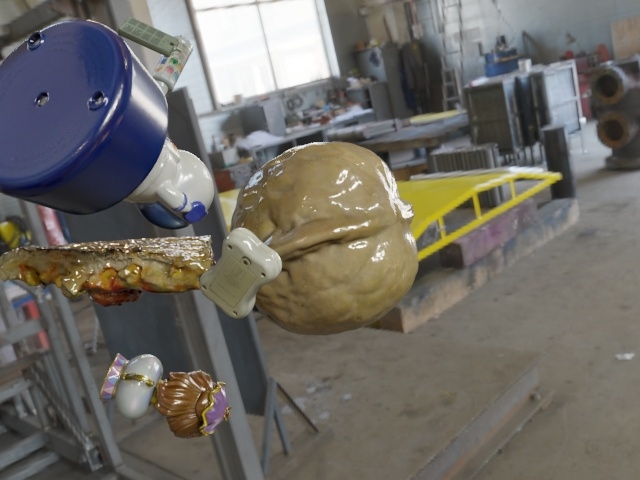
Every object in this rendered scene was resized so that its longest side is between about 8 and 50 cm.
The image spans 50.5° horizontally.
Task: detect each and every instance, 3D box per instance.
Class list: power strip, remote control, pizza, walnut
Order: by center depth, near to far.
[{"bbox_3d":[-0.094,0.039,0.790,0.122,0.074,0.032,-50,0,42],"label":"remote control"},{"bbox_3d":[-0.338,0.063,1.275,0.440,0.130,0.406,-5,7,-36],"label":"pizza"},{"bbox_3d":[0.000,0.000,1.279,0.381,0.381,0.381,-13,14,3],"label":"walnut"},{"bbox_3d":[-0.347,-0.416,1.395,0.136,0.019,0.051,25,54,-1],"label":"power strip"}]

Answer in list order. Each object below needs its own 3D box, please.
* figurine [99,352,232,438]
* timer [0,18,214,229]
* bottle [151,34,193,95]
[{"bbox_3d":[-0.310,0.322,1.399,0.264,0.142,0.189,19,-19,-2],"label":"figurine"},{"bbox_3d":[-0.301,-0.125,1.067,0.270,0.270,0.383,-8,-23,22],"label":"timer"},{"bbox_3d":[-0.357,-0.381,1.572,0.060,0.060,0.217,-5,54,32],"label":"bottle"}]
